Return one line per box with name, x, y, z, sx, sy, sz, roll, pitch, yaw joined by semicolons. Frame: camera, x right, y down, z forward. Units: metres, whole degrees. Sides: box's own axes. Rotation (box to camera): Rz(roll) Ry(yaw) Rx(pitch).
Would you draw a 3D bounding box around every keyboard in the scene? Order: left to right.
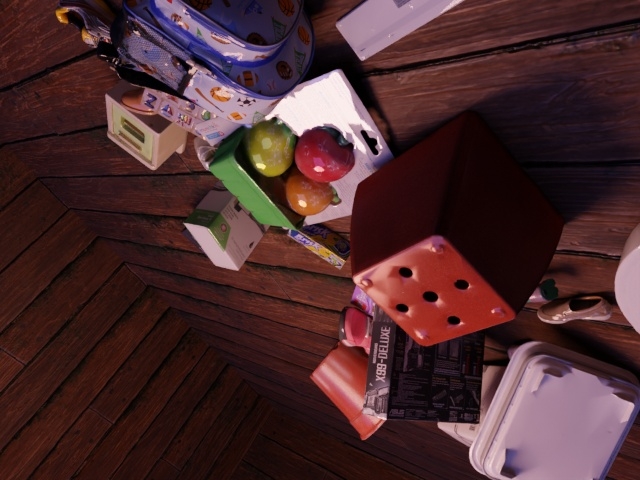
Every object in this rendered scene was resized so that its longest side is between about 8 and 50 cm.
keyboard;0.120;-0.327;0.685;0.256;0.014;0.072;-10;123;53

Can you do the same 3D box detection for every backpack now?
backpack;-0.136;-0.320;0.742;0.263;0.277;0.213;35;157;-27

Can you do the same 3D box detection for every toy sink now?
toy sink;-0.429;-0.281;1.230;0.152;0.131;0.234;38;153;-4

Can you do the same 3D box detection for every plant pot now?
plant pot;0.125;0.470;1.674;0.265;0.272;0.272;40;153;9
plant pot;0.199;0.008;0.804;0.267;0.236;0.267;44;134;-15

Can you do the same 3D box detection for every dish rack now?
dish rack;0.500;0.400;1.042;0.285;0.333;0.072;19;-170;1

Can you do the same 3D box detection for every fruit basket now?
fruit basket;-0.026;-0.162;0.988;0.353;0.165;0.327;-15;134;31

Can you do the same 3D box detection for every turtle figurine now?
turtle figurine;0.343;0.101;0.999;0.175;0.118;0.234;40;146;-9

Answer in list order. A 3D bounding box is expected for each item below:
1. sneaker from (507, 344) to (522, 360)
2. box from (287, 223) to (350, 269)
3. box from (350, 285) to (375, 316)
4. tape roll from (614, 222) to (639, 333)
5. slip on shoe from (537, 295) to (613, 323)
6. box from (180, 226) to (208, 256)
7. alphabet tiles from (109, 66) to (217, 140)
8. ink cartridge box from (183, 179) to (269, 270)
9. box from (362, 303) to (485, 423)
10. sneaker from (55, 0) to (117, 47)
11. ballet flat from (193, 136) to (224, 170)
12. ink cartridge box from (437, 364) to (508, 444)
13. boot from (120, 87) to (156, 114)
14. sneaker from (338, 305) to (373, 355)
sneaker;0.504;0.288;1.174;0.134;0.051;0.070;32;166;-7
box;0.000;0.000;1.275;0.168;0.054;0.059;33;153;4
box;0.193;0.133;1.264;0.200;0.057;0.293;29;152;11
tape roll;0.630;0.079;0.684;0.392;0.072;0.392;27;152;16
slip on shoe;0.479;0.129;0.947;0.135;0.051;0.041;-9;135;49
box;-0.312;-0.028;1.518;0.153;0.108;0.207;45;151;-19
alphabet tiles;-0.304;-0.338;1.003;0.237;0.009;0.198;29;127;-8
ink cartridge box;-0.211;-0.062;1.238;0.092;0.219;0.160;10;144;34
box;0.242;0.276;1.109;0.307;0.243;0.076;16;165;-34
sneaker;-0.455;-0.435;1.060;0.225;0.093;0.088;35;152;-8
ballet flat;-0.239;-0.200;1.200;0.248;0.086;0.086;15;146;34
ink cartridge box;0.437;0.428;1.253;0.114;0.198;0.273;34;164;-3
boot;-0.343;-0.351;1.050;0.197;0.073;0.152;-2;138;0
sneaker;0.164;0.261;1.426;0.136;0.116;0.314;-8;153;32
